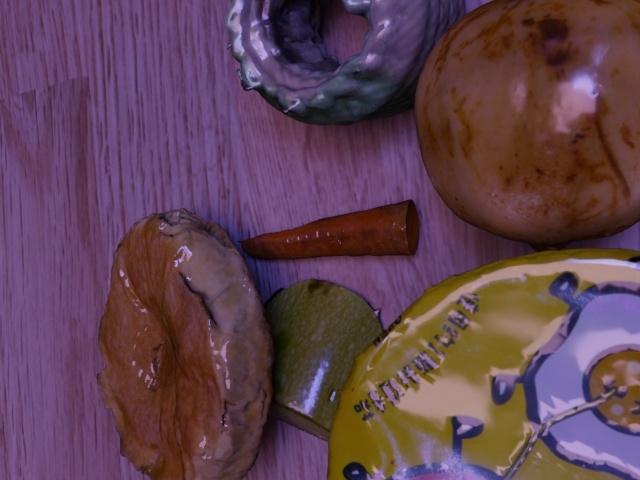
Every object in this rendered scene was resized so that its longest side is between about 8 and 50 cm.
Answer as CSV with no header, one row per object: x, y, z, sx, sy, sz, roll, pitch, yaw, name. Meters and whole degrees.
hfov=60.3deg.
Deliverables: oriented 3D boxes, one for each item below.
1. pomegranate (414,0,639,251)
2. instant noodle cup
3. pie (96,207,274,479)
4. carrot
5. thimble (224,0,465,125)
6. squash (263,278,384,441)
0.187,-0.093,0.444,0.215,0.215,0.216,1,93,25,pomegranate
0.200,0.159,0.408,0.325,0.254,0.326,1,93,26,instant noodle cup
-0.170,0.129,0.640,0.339,0.083,0.340,-2,87,45,pie
0.000,0.000,0.612,0.224,0.057,0.057,-8,89,29,carrot
0.020,-0.220,0.518,0.218,0.150,0.219,11,109,32,thimble
-0.019,0.138,0.606,0.191,0.085,0.184,15,99,23,squash
